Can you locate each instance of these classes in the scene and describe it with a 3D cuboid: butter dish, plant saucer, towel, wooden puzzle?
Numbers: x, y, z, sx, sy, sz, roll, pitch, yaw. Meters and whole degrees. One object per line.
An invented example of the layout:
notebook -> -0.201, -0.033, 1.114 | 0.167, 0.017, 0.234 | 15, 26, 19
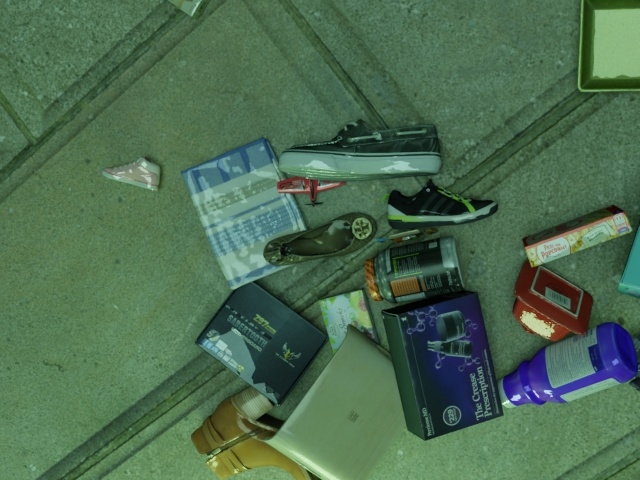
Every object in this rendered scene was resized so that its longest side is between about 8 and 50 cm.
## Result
butter dish -> 0.446, 0.140, 1.600 | 0.160, 0.160, 0.118 | 32, 125, 7
plant saucer -> 0.595, -0.381, 1.542 | 0.188, 0.045, 0.188 | 2, 96, 12
towel -> -0.152, -0.057, 1.719 | 0.209, 0.034, 0.285 | -24, 91, -6
wooden puzzle -> 0.180, -0.007, 1.663 | 0.116, 0.078, 0.014 | -14, 79, 21

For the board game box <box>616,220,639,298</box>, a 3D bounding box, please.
board game box -> 0.725, -0.028, 1.467 | 0.254, 0.079, 0.336 | 19, 81, 20

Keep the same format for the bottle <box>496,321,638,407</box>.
bottle -> 0.479, 0.259, 1.578 | 0.092, 0.118, 0.283 | 33, 133, -28

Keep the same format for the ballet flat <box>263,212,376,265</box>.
ballet flat -> 0.000, 0.000, 1.684 | 0.250, 0.058, 0.084 | -14, 89, -4

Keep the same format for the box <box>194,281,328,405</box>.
box -> -0.127, 0.219, 1.732 | 0.233, 0.059, 0.183 | 37, 78, 6

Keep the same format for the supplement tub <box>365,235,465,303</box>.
supplement tub -> 0.194, 0.064, 1.645 | 0.190, 0.117, 0.117 | -11, 94, 14

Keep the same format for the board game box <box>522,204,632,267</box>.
board game box -> 0.494, -0.010, 1.556 | 0.193, 0.147, 0.045 | -22, 92, 13

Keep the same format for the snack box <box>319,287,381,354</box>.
snack box -> 0.064, 0.183, 1.728 | 0.100, 0.037, 0.141 | -16, 93, 14

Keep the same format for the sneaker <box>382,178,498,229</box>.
sneaker -> 0.242, -0.079, 1.635 | 0.235, 0.084, 0.097 | -5, 94, 13

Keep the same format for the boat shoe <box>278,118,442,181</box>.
boat shoe -> 0.081, -0.189, 1.646 | 0.335, 0.121, 0.119 | -1, 84, -3

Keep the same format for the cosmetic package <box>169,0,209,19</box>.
cosmetic package -> -0.301, -0.535, 1.721 | 0.115, 0.041, 0.060 | 35, 103, 6

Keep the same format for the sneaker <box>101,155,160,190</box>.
sneaker -> -0.420, -0.161, 1.788 | 0.134, 0.051, 0.070 | 15, 98, 7

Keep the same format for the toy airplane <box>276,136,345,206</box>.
toy airplane -> -0.025, -0.147, 1.710 | 0.151, 0.028, 0.151 | -1, 97, -4

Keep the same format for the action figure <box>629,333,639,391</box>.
action figure -> 0.684, 0.159, 1.536 | 0.099, 0.185, 0.285 | 23, 107, -37

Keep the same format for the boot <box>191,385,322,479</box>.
boot -> -0.142, 0.478, 1.770 | 0.220, 0.109, 0.283 | -39, 86, 13

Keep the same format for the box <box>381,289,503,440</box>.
box -> 0.248, 0.250, 1.628 | 0.184, 0.103, 0.261 | -14, 94, -12

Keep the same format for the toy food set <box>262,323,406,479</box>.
toy food set -> 0.056, 0.357, 1.682 | 0.220, 0.092, 0.306 | 37, 85, -13
